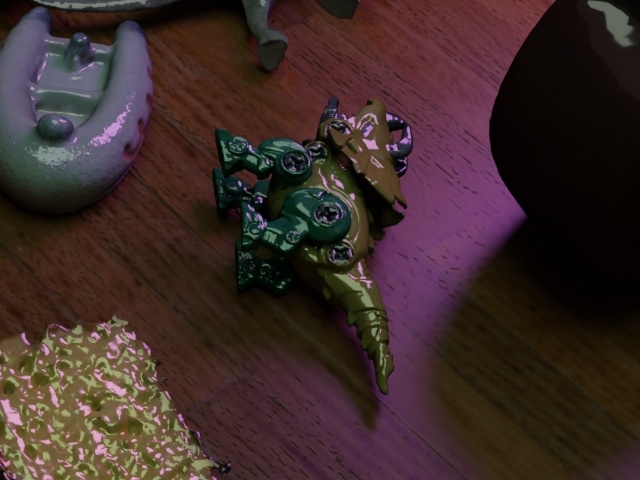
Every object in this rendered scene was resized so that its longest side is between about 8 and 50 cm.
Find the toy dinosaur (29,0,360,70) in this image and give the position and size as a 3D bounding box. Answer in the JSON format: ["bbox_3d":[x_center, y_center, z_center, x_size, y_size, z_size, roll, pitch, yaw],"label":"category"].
[{"bbox_3d":[-0.052,-0.230,1.586,0.393,0.092,0.205,-15,49,0],"label":"toy dinosaur"}]

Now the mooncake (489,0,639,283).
[{"bbox_3d":[0.296,-0.119,1.405,0.174,0.334,0.326,49,18,27],"label":"mooncake"}]

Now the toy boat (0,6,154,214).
[{"bbox_3d":[-0.198,-0.113,1.466,0.134,0.079,0.207,12,47,-3],"label":"toy boat"}]

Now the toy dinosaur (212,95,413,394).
[{"bbox_3d":[0.000,0.000,1.399,0.153,0.094,0.259,-1,58,-6],"label":"toy dinosaur"}]

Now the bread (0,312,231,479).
[{"bbox_3d":[-0.135,0.170,1.186,0.143,0.139,0.229,-19,62,-23],"label":"bread"}]
